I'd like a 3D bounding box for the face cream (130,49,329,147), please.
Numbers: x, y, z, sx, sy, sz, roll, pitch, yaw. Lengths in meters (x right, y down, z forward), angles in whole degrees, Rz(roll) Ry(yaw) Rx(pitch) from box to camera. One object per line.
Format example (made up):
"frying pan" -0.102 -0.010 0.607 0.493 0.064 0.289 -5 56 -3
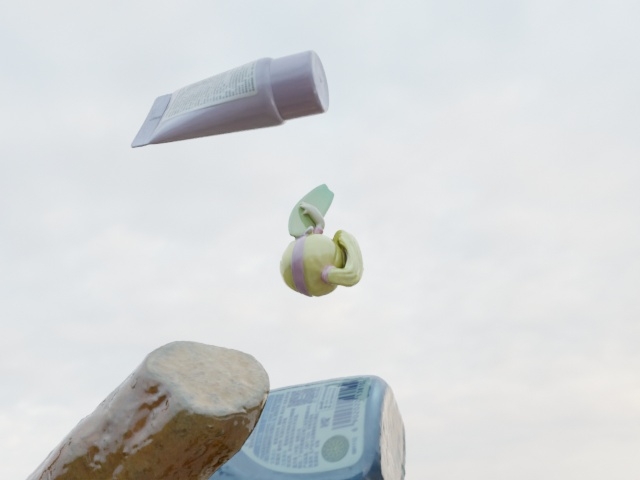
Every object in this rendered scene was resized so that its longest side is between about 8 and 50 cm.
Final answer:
"face cream" -0.129 -0.196 1.252 0.274 0.154 0.096 -10 -53 15

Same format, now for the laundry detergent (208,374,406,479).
"laundry detergent" -0.069 0.206 0.824 0.290 0.143 0.094 -10 -51 19

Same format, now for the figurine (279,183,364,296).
"figurine" 0.000 0.000 0.912 0.083 0.187 0.083 0 -67 0

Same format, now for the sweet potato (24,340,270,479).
"sweet potato" -0.142 0.157 0.582 0.252 0.097 0.097 -40 -31 5
